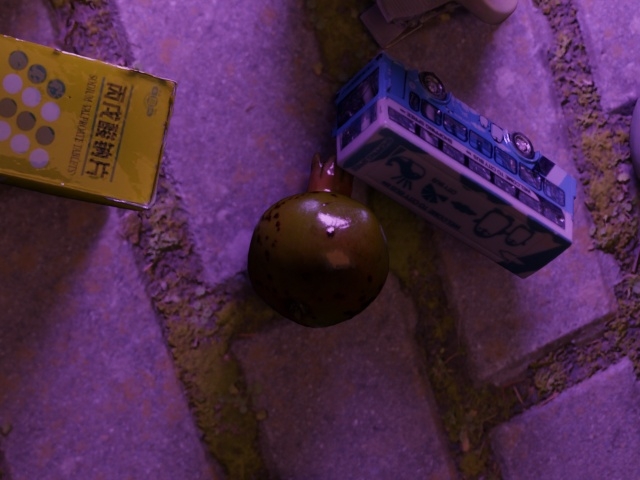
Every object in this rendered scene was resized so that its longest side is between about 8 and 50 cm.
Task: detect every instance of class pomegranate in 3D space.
[{"bbox_3d":[0.000,0.000,1.681,0.159,0.159,0.205,26,60,-26],"label":"pomegranate"}]

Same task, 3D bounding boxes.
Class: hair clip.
[{"bbox_3d":[0.144,-0.306,1.757,0.218,0.071,0.159,-27,85,-24],"label":"hair clip"}]

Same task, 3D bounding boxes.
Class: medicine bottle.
[{"bbox_3d":[-0.285,-0.119,1.525,0.250,0.141,0.137,12,87,-27],"label":"medicine bottle"}]

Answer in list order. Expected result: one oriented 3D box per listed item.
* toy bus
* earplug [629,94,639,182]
[{"bbox_3d":[0.155,-0.083,1.732,0.297,0.106,0.131,30,43,-24],"label":"toy bus"},{"bbox_3d":[0.533,-0.167,1.897,0.325,0.175,0.214,-41,117,18],"label":"earplug"}]
